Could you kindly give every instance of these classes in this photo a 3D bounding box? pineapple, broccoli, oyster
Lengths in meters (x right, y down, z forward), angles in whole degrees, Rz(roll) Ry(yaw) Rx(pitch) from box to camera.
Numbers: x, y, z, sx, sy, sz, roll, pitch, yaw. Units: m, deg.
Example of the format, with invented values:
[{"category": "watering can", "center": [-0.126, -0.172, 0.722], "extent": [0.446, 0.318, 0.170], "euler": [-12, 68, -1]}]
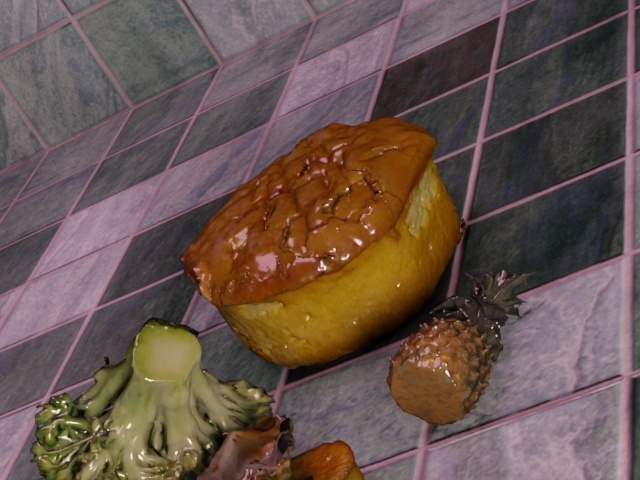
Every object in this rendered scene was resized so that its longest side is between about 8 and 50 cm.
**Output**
[{"category": "pineapple", "center": [0.165, 0.110, 1.842], "extent": [0.125, 0.125, 0.251], "euler": [-15, 22, 37]}, {"category": "broccoli", "center": [-0.187, 0.214, 1.890], "extent": [0.288, 0.248, 0.245], "euler": [-48, -15, -39]}, {"category": "oyster", "center": [-0.070, 0.245, 1.730], "extent": [0.128, 0.078, 0.345], "euler": [-31, 1, 8]}]

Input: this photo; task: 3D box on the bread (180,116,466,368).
[{"category": "bread", "center": [0.000, 0.000, 2.153], "extent": [0.398, 0.215, 0.398], "euler": [-28, 24, 13]}]

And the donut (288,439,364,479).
[{"category": "donut", "center": [-0.015, 0.292, 1.765], "extent": [0.152, 0.058, 0.152], "euler": [-29, 20, 12]}]
